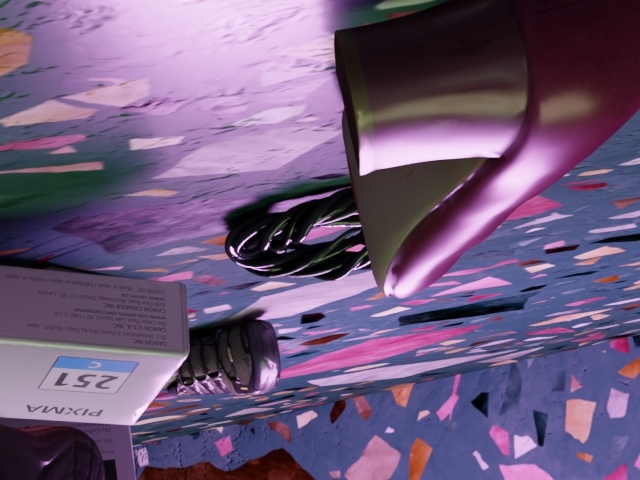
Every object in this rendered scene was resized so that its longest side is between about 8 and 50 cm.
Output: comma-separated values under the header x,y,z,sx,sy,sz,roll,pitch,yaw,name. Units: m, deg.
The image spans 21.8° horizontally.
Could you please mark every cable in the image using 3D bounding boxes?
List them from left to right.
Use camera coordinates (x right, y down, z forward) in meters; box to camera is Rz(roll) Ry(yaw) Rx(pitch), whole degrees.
x,y,z,sx,sy,sz,roll,pitch,yaw,name
0.000,0.000,1.310,0.184,0.047,0.151,-17,168,35,cable

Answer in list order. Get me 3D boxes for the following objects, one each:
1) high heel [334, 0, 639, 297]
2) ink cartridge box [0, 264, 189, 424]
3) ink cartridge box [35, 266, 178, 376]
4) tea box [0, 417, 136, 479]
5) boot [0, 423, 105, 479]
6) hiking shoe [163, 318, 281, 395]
x,y,z,sx,sy,sz,roll,pitch,yaw,name
0.107,-0.052,0.916,0.181,0.127,0.377,-12,172,0,high heel
-0.276,0.096,1.217,0.296,0.066,0.261,7,151,-22,ink cartridge box
-0.259,0.093,1.449,0.193,0.088,0.235,-15,169,17,ink cartridge box
-0.376,0.274,1.738,0.329,0.220,0.323,-2,153,-17,tea box
-0.351,0.203,1.341,0.284,0.138,0.377,4,170,14,boot
-0.129,0.144,1.873,0.114,0.086,0.227,-8,171,-32,hiking shoe
